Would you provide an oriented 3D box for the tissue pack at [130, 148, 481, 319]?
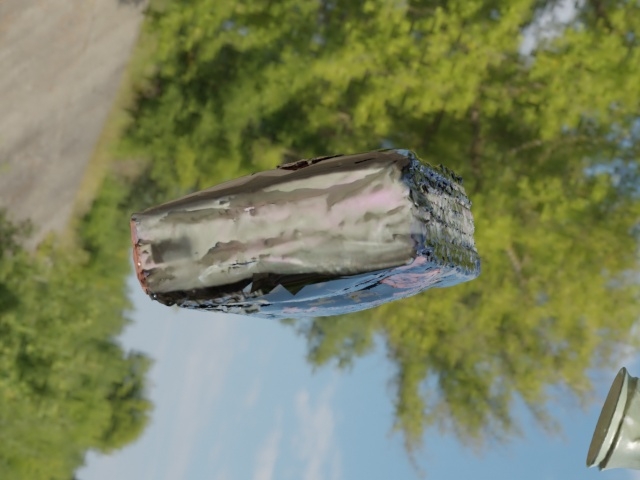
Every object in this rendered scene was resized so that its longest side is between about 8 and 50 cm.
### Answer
[{"bbox_3d":[0.000,0.000,1.132,0.332,0.245,0.123,16,64,-74],"label":"tissue pack"}]

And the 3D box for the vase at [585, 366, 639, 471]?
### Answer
[{"bbox_3d":[0.458,0.248,1.399,0.173,0.321,0.173,22,90,-80],"label":"vase"}]
